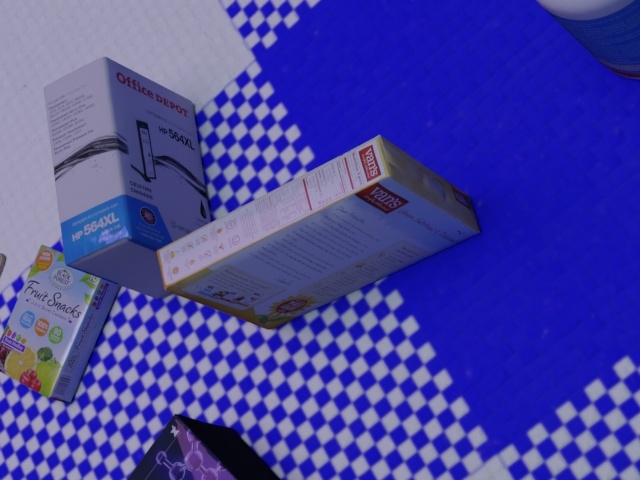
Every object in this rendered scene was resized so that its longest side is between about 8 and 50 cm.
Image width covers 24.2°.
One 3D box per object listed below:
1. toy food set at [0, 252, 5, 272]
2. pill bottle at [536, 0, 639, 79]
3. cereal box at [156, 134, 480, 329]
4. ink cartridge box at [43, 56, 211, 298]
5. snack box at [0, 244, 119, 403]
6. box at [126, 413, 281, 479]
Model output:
[{"bbox_3d":[-0.446,0.046,1.689,0.192,0.038,0.132,13,82,35],"label":"toy food set"},{"bbox_3d":[0.236,-0.224,1.220,0.124,0.221,0.124,-10,70,30],"label":"pill bottle"},{"bbox_3d":[0.000,0.000,1.334,0.240,0.173,0.047,-26,62,23],"label":"cereal box"},{"bbox_3d":[-0.188,-0.061,1.488,0.086,0.148,0.203,-23,64,26],"label":"ink cartridge box"},{"bbox_3d":[-0.279,0.087,1.568,0.100,0.037,0.141,22,87,35],"label":"snack box"},{"bbox_3d":[-0.129,0.320,1.362,0.184,0.103,0.261,41,99,37],"label":"box"}]
